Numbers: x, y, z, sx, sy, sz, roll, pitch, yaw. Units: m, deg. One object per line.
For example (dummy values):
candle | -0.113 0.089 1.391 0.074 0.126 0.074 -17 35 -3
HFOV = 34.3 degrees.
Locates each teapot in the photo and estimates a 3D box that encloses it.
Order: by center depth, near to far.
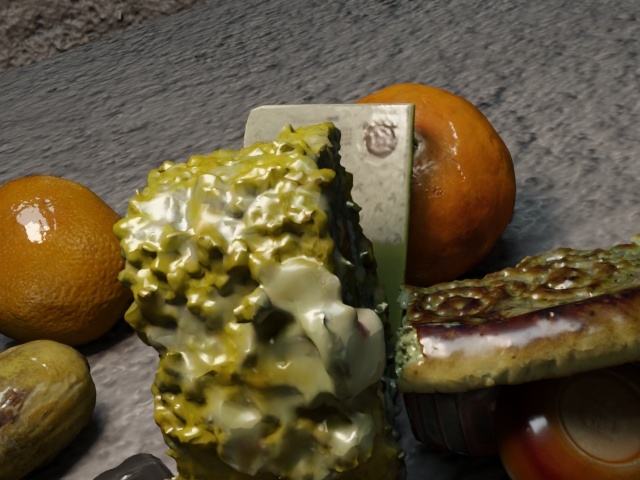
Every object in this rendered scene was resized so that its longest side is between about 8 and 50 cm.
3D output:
teapot | 0.238 0.210 0.983 0.178 0.135 0.252 26 56 9

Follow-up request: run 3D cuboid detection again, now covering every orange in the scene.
orange | 0.118 -0.075 1.390 0.283 0.226 0.284 1 64 -1
orange | -0.380 0.031 1.475 0.264 0.264 0.264 -12 28 7

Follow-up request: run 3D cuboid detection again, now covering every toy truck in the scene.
toy truck | 0.217 0.129 1.141 0.270 0.114 0.135 -33 28 -33

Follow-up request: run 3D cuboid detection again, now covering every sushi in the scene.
sushi | -0.050 0.093 1.039 0.240 0.397 0.351 -12 9 6

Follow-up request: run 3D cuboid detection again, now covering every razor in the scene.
razor | -0.183 0.288 1.109 0.090 0.054 0.148 -29 32 -23

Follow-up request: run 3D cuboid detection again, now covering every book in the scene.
book | 0.000 0.000 1.284 0.239 0.352 0.035 1 -6 29

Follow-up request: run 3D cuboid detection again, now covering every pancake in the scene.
pancake | 0.256 0.048 1.036 0.426 0.067 0.305 -13 16 -7

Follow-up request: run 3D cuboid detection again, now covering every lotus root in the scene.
lotus root | -0.380 0.225 1.223 0.154 0.154 0.278 8 31 36
